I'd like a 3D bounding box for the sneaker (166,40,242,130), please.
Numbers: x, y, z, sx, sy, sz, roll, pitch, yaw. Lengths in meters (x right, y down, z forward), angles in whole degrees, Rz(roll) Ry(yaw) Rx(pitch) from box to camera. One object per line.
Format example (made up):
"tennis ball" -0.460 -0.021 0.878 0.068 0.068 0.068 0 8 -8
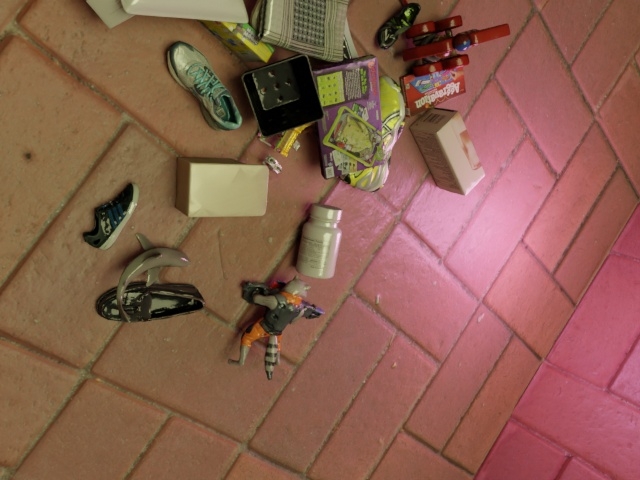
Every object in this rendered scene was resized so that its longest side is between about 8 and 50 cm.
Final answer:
"sneaker" -0.301 -0.420 1.667 0.110 0.122 0.283 -46 125 -14

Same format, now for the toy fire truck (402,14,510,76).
"toy fire truck" 0.434 -0.651 2.013 0.302 0.254 0.169 -21 105 -27

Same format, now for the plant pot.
"plant pot" -0.116 -0.427 1.747 0.188 0.167 0.188 -19 119 -3

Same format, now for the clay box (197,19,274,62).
"clay box" -0.242 -0.571 1.656 0.222 0.127 0.053 36 82 -38

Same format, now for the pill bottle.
"pill bottle" 0.000 0.000 2.009 0.131 0.131 0.229 3 103 -36

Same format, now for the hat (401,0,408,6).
"hat" 0.191 -0.826 1.947 0.208 0.183 0.173 44 66 6

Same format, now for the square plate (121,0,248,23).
"square plate" -0.346 -0.703 1.474 0.347 0.049 0.343 -13 86 -41

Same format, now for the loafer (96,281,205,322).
"loafer" -0.476 0.179 1.751 0.303 0.095 0.109 -4 107 -34

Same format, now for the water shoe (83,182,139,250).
"water shoe" -0.556 -0.071 1.630 0.080 0.073 0.203 30 86 -36

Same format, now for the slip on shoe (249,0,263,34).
"slip on shoe" -0.105 -0.703 1.706 0.123 0.101 0.331 39 71 -44

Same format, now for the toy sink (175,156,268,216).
"toy sink" -0.285 -0.156 1.759 0.234 0.131 0.152 -3 107 -29

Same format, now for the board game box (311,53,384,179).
"board game box" 0.084 -0.370 1.859 0.208 0.056 0.346 -13 122 -10

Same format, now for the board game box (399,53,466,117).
"board game box" 0.405 -0.554 2.184 0.281 0.027 0.145 -28 120 -25

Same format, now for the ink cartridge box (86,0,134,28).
"ink cartridge box" -0.511 -0.629 1.421 0.093 0.160 0.219 -22 128 22

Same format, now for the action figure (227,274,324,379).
"action figure" -0.112 0.273 1.996 0.342 0.178 0.330 15 105 -35

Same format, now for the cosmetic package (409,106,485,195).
"cosmetic package" 0.464 -0.323 2.222 0.129 0.153 0.296 -43 126 -15

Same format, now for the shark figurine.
"shark figurine" -0.478 0.081 1.665 0.166 0.116 0.278 55 51 -18

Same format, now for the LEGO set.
"LEGO set" -0.093 -0.351 1.875 0.287 0.107 0.132 -53 162 -16

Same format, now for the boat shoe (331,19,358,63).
"boat shoe" 0.040 -0.592 1.861 0.105 0.113 0.306 -24 115 -20

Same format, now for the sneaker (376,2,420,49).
"sneaker" 0.252 -0.700 1.981 0.067 0.078 0.188 43 91 -14

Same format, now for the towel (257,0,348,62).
"towel" -0.026 -0.675 1.680 0.312 0.056 0.324 1 98 -44

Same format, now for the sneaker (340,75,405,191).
"sneaker" 0.168 -0.350 2.010 0.147 0.145 0.384 3 101 -36
